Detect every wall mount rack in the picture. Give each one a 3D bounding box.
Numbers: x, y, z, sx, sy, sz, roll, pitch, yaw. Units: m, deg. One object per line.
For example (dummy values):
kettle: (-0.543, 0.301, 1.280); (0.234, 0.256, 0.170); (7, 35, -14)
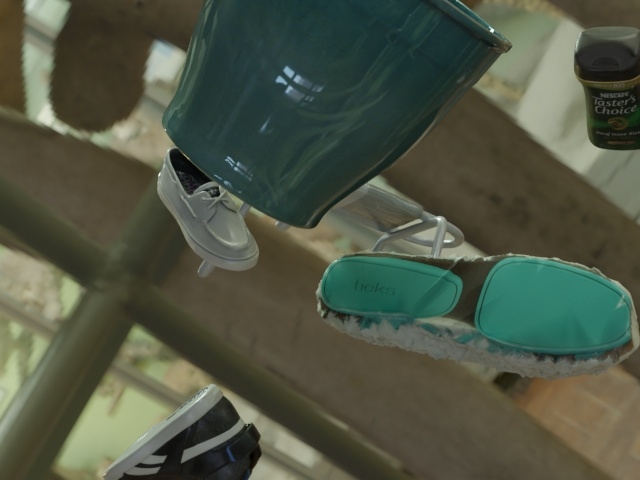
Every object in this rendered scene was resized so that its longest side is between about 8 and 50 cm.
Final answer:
wall mount rack: (0.000, 0.000, 1.807); (0.304, 0.350, 0.130); (-25, 46, 63)

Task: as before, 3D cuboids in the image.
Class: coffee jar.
coffee jar: (0.389, -0.200, 1.789); (0.184, 0.096, 0.079); (62, -143, -50)

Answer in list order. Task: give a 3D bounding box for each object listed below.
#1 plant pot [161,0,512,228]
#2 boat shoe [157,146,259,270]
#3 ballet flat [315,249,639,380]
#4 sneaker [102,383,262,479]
plant pot: (-0.007, -0.161, 1.267); (0.255, 0.272, 0.271); (-53, 8, 12)
boat shoe: (-0.126, -0.040, 1.533); (0.184, 0.066, 0.063); (54, 148, 40)
ballet flat: (0.190, 0.089, 1.595); (0.147, 0.409, 0.147); (-21, -64, -55)
sneaker: (-0.152, 0.261, 1.544); (0.217, 0.121, 0.079); (-38, 4, 39)
